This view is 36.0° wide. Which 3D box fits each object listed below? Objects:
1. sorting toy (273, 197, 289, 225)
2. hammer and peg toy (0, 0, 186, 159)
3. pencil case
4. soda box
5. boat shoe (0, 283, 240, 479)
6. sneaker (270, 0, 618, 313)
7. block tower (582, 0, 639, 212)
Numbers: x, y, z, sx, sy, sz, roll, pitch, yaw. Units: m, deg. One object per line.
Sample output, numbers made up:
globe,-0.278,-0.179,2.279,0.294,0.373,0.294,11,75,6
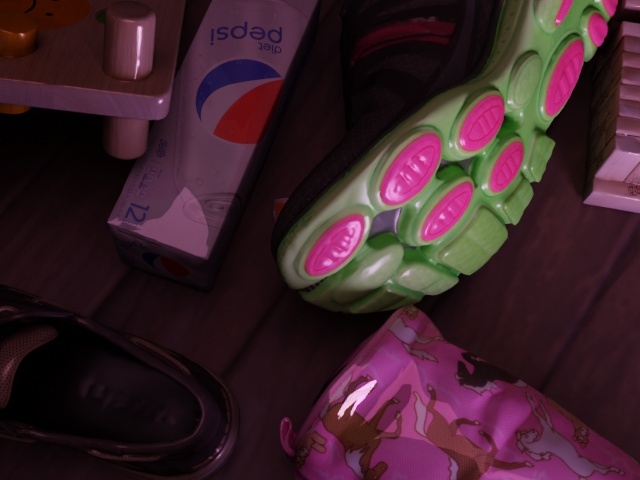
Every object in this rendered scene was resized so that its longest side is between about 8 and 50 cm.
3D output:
sorting toy,0.000,0.000,0.881,0.083,0.045,0.075,0,89,-4
hammer and peg toy,-0.249,-0.217,0.853,0.266,0.127,0.361,6,37,-8
pencil case,0.156,0.217,0.748,0.386,0.160,0.167,38,35,10
soda box,-0.087,-0.106,0.878,0.091,0.098,0.286,20,69,3
boat shoe,-0.234,0.092,0.774,0.355,0.130,0.132,13,69,0
sneaker,0.099,-0.133,0.870,0.202,0.185,0.483,13,56,38
block tower,0.319,-0.196,0.945,0.091,0.097,0.335,10,70,0
